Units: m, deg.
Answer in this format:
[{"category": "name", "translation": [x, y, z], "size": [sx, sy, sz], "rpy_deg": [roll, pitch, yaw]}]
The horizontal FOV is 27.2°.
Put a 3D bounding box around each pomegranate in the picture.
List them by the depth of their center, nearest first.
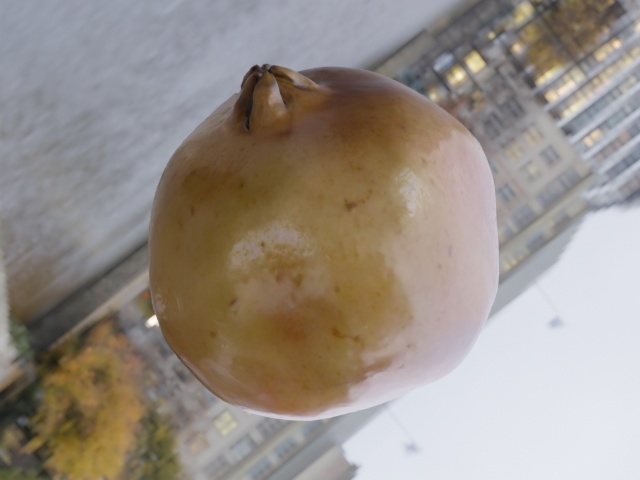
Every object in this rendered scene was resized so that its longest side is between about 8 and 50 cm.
[{"category": "pomegranate", "translation": [0.003, 0.004, 0.753], "size": [0.209, 0.209, 0.209], "rpy_deg": [-38, -177, 3]}]
